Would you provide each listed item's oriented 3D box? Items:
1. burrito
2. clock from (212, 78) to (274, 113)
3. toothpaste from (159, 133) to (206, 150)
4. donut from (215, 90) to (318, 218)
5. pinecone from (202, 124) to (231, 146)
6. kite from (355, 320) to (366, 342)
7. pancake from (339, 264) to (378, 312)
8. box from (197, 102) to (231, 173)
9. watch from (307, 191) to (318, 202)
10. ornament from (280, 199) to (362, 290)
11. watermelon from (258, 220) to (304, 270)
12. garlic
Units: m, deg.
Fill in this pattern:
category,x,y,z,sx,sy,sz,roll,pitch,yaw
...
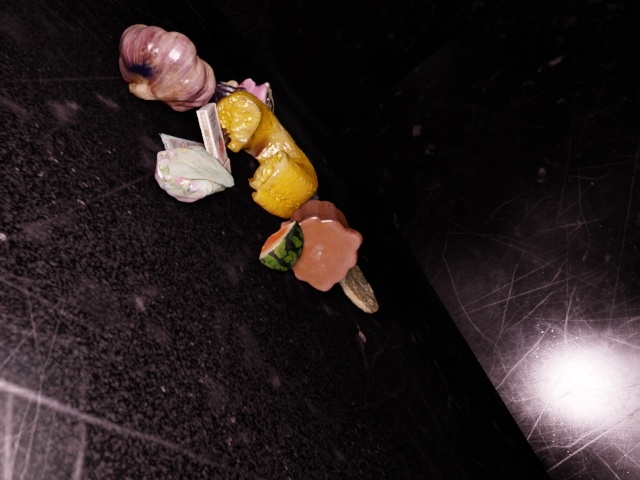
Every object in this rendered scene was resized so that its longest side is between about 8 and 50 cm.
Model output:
category,x,y,z,sx,sy,sz,roll,pitch,yaw
burrito,-0.283,-0.143,1.018,0.144,0.089,0.229,38,16,-3
clock,-0.271,-0.489,1.634,0.194,0.196,0.100,86,11,-80
toothpaste,-0.327,-0.232,1.169,0.056,0.036,0.205,63,20,5
donut,-0.165,-0.287,1.508,0.435,0.163,0.378,55,15,5
pinecone,-0.295,-0.297,1.319,0.083,0.077,0.077,57,16,10
kite,0.120,0.281,1.430,0.078,0.002,0.044,59,16,12
pancake,0.114,0.132,1.639,0.282,0.049,0.282,49,17,-20
box,-0.268,-0.243,1.190,0.109,0.029,0.198,-91,172,-64
watch,-0.091,-0.240,1.803,0.192,0.068,0.206,59,15,20
ornament,0.000,0.000,1.343,0.217,0.236,0.221,-92,168,-68
watermelon,-0.111,0.016,1.188,0.094,0.125,0.135,33,40,33
garlic,-0.374,-0.398,1.112,0.245,0.160,0.245,21,-16,6
